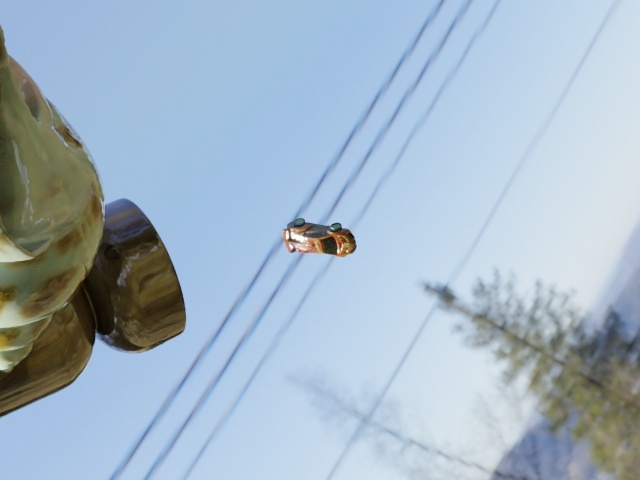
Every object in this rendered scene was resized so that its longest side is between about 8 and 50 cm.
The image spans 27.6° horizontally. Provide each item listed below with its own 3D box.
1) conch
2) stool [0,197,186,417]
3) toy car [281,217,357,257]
[{"bbox_3d":[-0.319,-0.035,1.257,0.249,0.197,0.368,-85,-26,-66],"label":"conch"},{"bbox_3d":[-0.309,0.080,1.478,0.264,0.179,0.179,-24,-27,-23],"label":"stool"},{"bbox_3d":[0.000,0.000,2.089,0.035,0.122,0.059,-50,-42,-42],"label":"toy car"}]
